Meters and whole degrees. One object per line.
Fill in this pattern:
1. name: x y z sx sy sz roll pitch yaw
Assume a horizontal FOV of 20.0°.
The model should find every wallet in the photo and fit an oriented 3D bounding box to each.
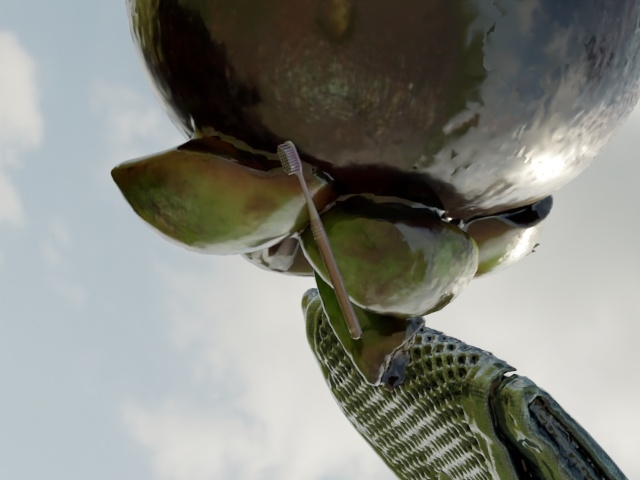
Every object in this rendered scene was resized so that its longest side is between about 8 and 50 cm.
1. wallet: 0.107 0.151 1.214 0.237 0.075 0.342 54 -13 -21

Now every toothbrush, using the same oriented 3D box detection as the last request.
1. toothbrush: 0.000 0.000 0.835 0.006 0.008 0.097 -22 -91 44

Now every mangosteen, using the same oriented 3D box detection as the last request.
1. mangosteen: 0.037 -0.117 0.979 0.311 0.311 0.311 25 -59 52

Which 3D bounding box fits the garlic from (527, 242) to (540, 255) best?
1. garlic: 0.067 -0.054 1.688 0.256 0.207 0.207 43 -45 31
